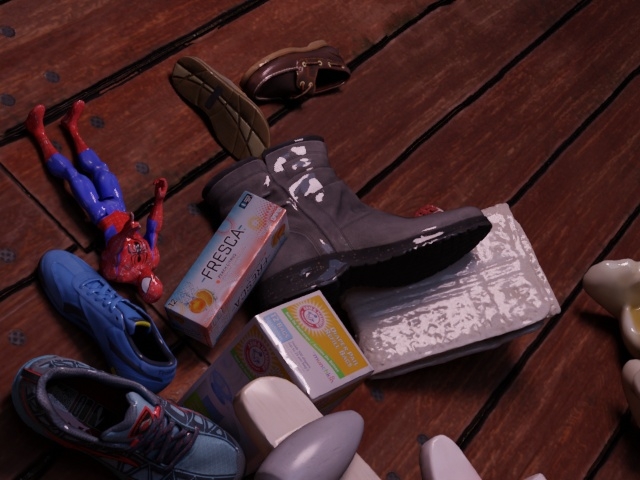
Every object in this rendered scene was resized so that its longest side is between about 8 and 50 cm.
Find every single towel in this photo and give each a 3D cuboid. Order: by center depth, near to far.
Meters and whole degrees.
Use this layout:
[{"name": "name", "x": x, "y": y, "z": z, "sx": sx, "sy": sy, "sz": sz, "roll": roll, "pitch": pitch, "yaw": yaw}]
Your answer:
[{"name": "towel", "x": 0.161, "y": 0.064, "z": 1.663, "sx": 0.282, "sy": 0.049, "sz": 0.187, "roll": -15, "pitch": 65, "yaw": -14}]

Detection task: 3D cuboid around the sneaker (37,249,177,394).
[{"name": "sneaker", "x": -0.233, "y": 0.079, "z": 1.404, "sx": 0.209, "sy": 0.082, "sz": 0.069, "roll": 50, "pitch": 44, "yaw": 10}]

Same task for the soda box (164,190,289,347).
[{"name": "soda box", "x": -0.109, "y": 0.034, "z": 1.490, "sx": 0.063, "sy": 0.058, "sz": 0.183, "roll": 26, "pitch": 64, "yaw": 17}]

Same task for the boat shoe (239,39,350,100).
[{"name": "boat shoe", "x": -0.030, "y": -0.239, "z": 1.824, "sx": 0.073, "sy": 0.073, "sz": 0.207, "roll": 50, "pitch": 43, "yaw": 11}]

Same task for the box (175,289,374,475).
[{"name": "box", "x": -0.053, "y": 0.162, "z": 1.377, "sx": 0.103, "sy": 0.203, "sz": 0.114, "roll": -20, "pitch": 69, "yaw": -45}]

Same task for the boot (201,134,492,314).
[{"name": "boot", "x": 0.036, "y": -0.046, "z": 1.609, "sx": 0.338, "sy": 0.118, "sz": 0.222, "roll": -15, "pitch": 65, "yaw": -18}]

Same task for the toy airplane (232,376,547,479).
[{"name": "toy airplane", "x": 0.081, "y": 0.341, "z": 1.184, "sx": 0.386, "sy": 0.272, "sz": 0.384, "roll": 11, "pitch": 72, "yaw": -9}]

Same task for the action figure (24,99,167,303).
[{"name": "action figure", "x": -0.242, "y": -0.062, "z": 1.477, "sx": 0.091, "sy": 0.139, "sz": 0.280, "roll": -15, "pitch": 68, "yaw": -42}]

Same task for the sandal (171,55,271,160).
[{"name": "sandal", "x": -0.129, "y": -0.184, "z": 1.719, "sx": 0.180, "sy": 0.072, "sz": 0.049, "roll": 46, "pitch": 20, "yaw": 10}]

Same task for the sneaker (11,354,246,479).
[{"name": "sneaker", "x": -0.192, "y": 0.200, "z": 1.286, "sx": 0.262, "sy": 0.125, "sz": 0.104, "roll": 24, "pitch": 75, "yaw": -13}]

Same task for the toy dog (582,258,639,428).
[{"name": "toy dog", "x": 0.570, "y": 0.231, "z": 1.784, "sx": 0.395, "sy": 0.284, "sz": 0.408, "roll": 55, "pitch": 23, "yaw": -46}]

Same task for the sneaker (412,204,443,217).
[{"name": "sneaker", "x": 0.201, "y": 0.047, "z": 1.770, "sx": 0.225, "sy": 0.088, "sz": 0.093, "roll": 55, "pitch": 20, "yaw": 17}]
